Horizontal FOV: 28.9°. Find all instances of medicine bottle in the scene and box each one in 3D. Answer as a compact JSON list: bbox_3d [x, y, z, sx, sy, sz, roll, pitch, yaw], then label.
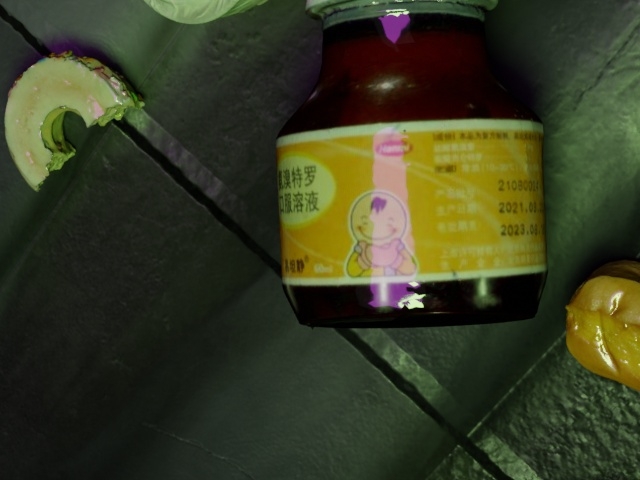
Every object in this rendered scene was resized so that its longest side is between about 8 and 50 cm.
[{"bbox_3d":[0.072,-0.118,1.096,0.242,0.242,0.395,-6,86,23],"label":"medicine bottle"}]

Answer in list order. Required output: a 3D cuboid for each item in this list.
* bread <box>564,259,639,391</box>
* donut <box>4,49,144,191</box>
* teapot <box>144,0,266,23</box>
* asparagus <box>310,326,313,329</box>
[{"bbox_3d":[0.336,0.099,1.101,0.245,0.094,0.102,23,114,16],"label":"bread"},{"bbox_3d":[-0.271,-0.140,1.314,0.166,0.065,0.108,-38,85,25],"label":"donut"},{"bbox_3d":[-0.100,-0.315,1.153,0.163,0.178,0.221,-42,80,36],"label":"teapot"},{"bbox_3d":[0.000,0.000,1.246,0.045,0.041,0.178,-3,96,-1],"label":"asparagus"}]
